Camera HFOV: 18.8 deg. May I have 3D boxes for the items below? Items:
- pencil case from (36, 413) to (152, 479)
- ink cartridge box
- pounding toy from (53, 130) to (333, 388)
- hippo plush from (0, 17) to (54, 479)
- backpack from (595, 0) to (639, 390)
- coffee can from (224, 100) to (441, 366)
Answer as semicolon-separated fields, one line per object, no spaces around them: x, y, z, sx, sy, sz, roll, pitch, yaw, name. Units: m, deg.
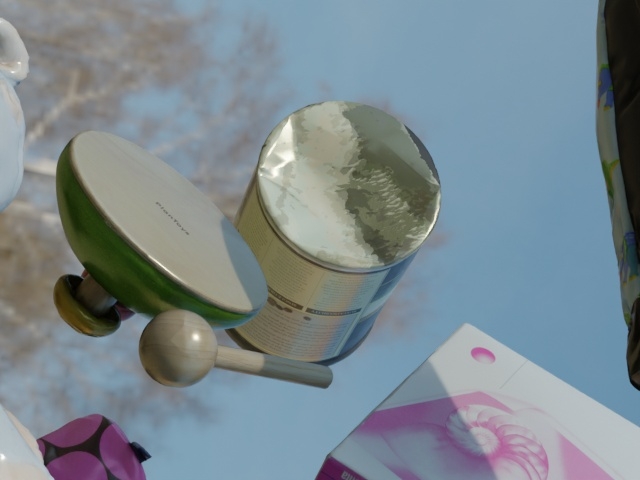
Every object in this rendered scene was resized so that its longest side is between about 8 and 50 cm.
-0.232;0.214;1.482;0.098;0.209;0.095;58;-26;11;pencil case
0.164;0.230;1.449;0.330;0.324;0.071;-39;156;-52;ink cartridge box
-0.127;0.039;1.382;0.110;0.183;0.237;-47;-123;17;pounding toy
-0.198;0.006;0.872;0.237;0.234;0.294;-65;-155;4;hippo plush
0.312;-0.077;1.285;0.273;0.290;0.356;44;28;-63;backpack
0.000;0.000;2.133;0.275;0.201;0.202;118;-24;-61;coffee can
